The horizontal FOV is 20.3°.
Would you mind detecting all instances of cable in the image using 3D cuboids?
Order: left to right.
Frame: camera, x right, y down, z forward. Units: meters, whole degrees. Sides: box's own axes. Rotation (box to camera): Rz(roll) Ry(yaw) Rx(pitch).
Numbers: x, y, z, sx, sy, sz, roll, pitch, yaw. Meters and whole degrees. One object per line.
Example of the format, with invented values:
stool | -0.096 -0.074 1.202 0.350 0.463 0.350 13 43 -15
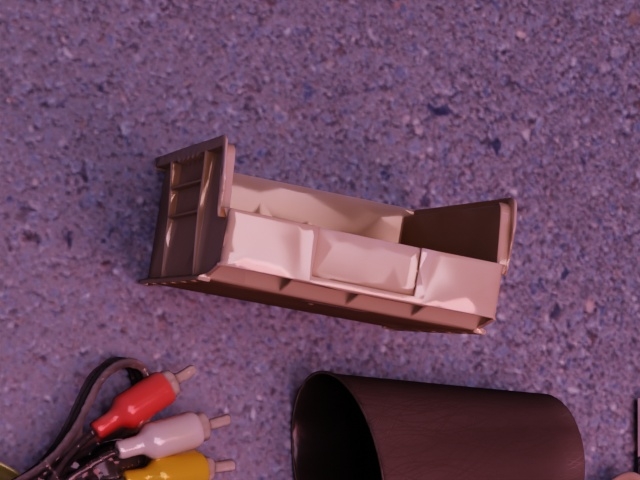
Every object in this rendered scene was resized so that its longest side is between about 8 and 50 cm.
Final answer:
cable | -0.208 0.189 1.542 0.287 0.072 0.139 -23 89 -39

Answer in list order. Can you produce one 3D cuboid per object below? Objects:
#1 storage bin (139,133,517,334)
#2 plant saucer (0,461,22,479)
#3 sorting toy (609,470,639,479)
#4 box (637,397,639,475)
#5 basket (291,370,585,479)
storage bin | 0.000 0.000 1.568 0.262 0.260 0.123 12 84 -18
plant saucer | -0.329 0.301 1.534 0.241 0.037 0.241 2 84 -19
sorting toy | 0.273 0.356 1.731 0.208 0.038 0.193 -36 96 -8
box | 0.353 0.207 1.760 0.028 0.081 0.136 8 80 -54
basket | 0.113 0.205 1.638 0.227 0.204 0.154 0 128 -27
